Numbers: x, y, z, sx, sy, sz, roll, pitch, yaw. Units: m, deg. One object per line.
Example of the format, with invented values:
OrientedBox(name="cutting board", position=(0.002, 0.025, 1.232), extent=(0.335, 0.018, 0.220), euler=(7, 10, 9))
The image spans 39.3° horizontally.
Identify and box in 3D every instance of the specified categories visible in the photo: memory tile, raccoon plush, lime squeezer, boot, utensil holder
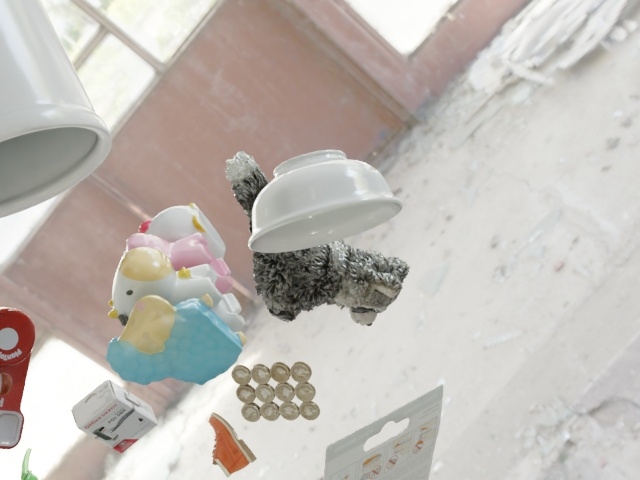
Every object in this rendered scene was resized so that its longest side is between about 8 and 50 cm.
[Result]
OrientedBox(name="memory tile", position=(-0.076, 0.257, 1.525), extent=(0.148, 0.113, 0.012), euler=(-6, 21, 22))
OrientedBox(name="raccoon plush", position=(0.000, 0.000, 1.928), extent=(0.299, 0.446, 0.216), euler=(-14, 33, 22))
OrientedBox(name="lime squeezer", position=(-0.502, 0.456, 1.633), extent=(0.310, 0.110, 0.058), euler=(28, 113, 40))
OrientedBox(name="boot", position=(-0.216, 0.446, 1.966), extent=(0.085, 0.059, 0.158), euler=(-38, 52, -10))
OrientedBox(name="utensil holder", position=(-0.563, -0.263, 1.429), extent=(0.328, 0.385, 0.327), euler=(-27, -8, -4))

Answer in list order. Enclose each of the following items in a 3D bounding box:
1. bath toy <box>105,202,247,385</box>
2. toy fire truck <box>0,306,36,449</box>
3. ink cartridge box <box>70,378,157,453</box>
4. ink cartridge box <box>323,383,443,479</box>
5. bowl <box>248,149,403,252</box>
OrientedBox(name="bath toy", position=(-0.184, 0.051, 1.076), extent=(0.129, 0.151, 0.348), euler=(-36, 21, 5))
OrientedBox(name="toy fire truck", position=(-0.638, 0.227, 1.523), extent=(0.169, 0.302, 0.253), euler=(-1, 79, 49))
OrientedBox(name="ink cartridge box", position=(-0.398, 0.342, 1.738), extent=(0.099, 0.135, 0.056), euler=(-39, 46, 3))
OrientedBox(name="ink cartridge box", position=(0.080, 0.460, 1.694), extent=(0.308, 0.384, 0.091), euler=(-19, 36, -38))
OrientedBox(name="bowl", position=(-0.005, -0.083, 1.685), extent=(0.298, 0.298, 0.134), euler=(-28, 73, 46))
